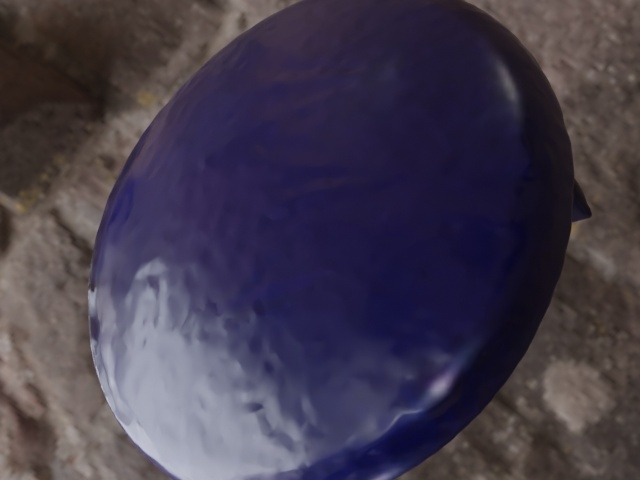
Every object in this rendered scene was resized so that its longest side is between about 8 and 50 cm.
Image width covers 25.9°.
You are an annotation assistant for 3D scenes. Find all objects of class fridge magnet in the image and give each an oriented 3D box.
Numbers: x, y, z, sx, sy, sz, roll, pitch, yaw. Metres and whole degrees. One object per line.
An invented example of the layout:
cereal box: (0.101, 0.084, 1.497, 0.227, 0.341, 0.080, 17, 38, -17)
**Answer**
fridge magnet: (0.000, 0.000, 0.665, 0.112, 0.265, 0.265, 36, -176, -47)
